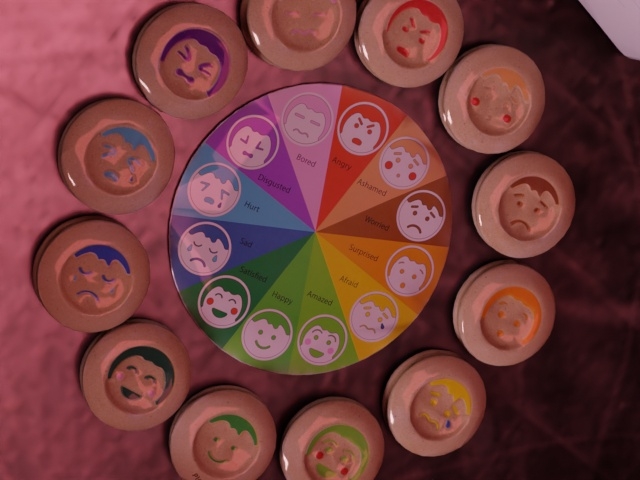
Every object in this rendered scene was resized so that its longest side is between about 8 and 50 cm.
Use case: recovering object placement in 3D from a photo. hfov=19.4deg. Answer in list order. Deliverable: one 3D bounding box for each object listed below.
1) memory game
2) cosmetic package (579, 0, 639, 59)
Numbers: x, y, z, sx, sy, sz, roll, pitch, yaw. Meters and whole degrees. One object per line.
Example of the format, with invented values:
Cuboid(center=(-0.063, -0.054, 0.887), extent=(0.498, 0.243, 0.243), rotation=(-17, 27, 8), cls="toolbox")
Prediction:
Cuboid(center=(0.000, 0.000, 0.609), extent=(0.186, 0.012, 0.186), rotation=(-5, 104, -18), cls="memory game")
Cuboid(center=(0.065, -0.187, 0.439), extent=(0.097, 0.284, 0.377), rotation=(-46, 114, -4), cls="cosmetic package")
